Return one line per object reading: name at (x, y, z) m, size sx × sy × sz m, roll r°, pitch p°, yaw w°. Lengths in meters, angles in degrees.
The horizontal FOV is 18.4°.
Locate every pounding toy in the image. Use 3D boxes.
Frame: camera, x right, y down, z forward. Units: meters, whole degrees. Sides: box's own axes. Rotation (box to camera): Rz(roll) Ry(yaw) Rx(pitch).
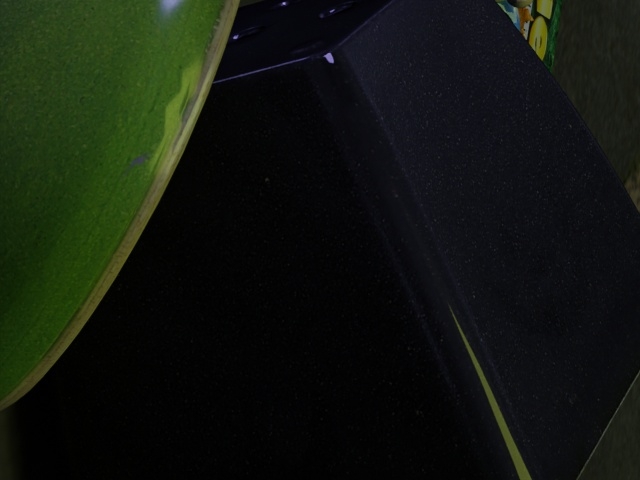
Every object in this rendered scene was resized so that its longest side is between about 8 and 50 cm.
pounding toy at (-0.097, -0.069, 0.560) m, size 0.237 × 0.110 × 0.183 m, roll -50°, pitch -155°, yaw 34°

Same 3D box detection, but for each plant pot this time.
plant pot at (0.000, 0.000, 0.727) m, size 0.187 × 0.188 × 0.167 m, roll -44°, pitch 117°, yaw -56°

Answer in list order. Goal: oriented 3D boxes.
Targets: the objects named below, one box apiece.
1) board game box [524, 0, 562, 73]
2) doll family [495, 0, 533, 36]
board game box at (0.097, -0.146, 1.051) m, size 0.136 × 0.030 × 0.259 m, roll 13°, pitch 85°, yaw -66°
doll family at (0.067, -0.105, 0.868) m, size 0.163 × 0.118 × 0.263 m, roll -84°, pitch 168°, yaw -62°
